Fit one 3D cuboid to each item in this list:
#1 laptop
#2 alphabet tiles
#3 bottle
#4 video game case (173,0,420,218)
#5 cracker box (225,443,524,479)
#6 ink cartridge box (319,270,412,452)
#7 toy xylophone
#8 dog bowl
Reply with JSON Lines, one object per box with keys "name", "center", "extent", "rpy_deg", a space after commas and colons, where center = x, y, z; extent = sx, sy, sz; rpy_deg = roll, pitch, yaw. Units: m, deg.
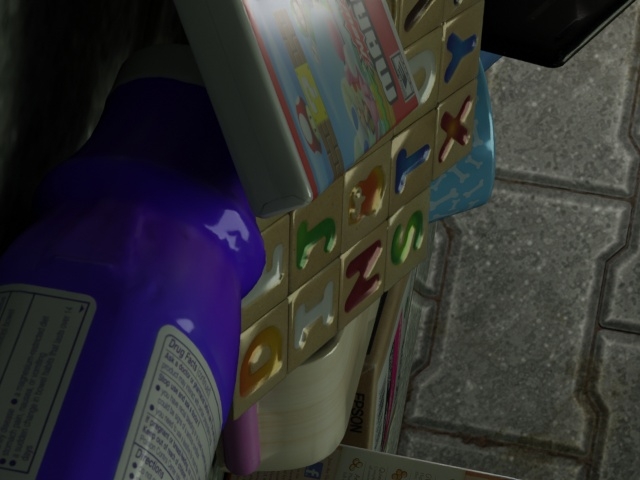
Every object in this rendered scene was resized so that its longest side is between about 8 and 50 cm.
{"name": "laptop", "center": [0.288, -0.258, 1.746], "extent": [0.382, 0.408, 0.236], "rpy_deg": [-41, 125, -18]}
{"name": "alphabet tiles", "center": [0.012, -0.065, 0.908], "extent": [0.342, 0.011, 0.285], "rpy_deg": [-37, 138, -47]}
{"name": "bottle", "center": [-0.081, 0.055, 0.559], "extent": [0.118, 0.092, 0.283], "rpy_deg": [85, 17, -56]}
{"name": "video game case", "center": [-0.019, -0.132, 0.664], "extent": [0.285, 0.025, 0.204], "rpy_deg": [-46, 117, -73]}
{"name": "cracker box", "center": [0.053, 0.199, 1.192], "extent": [0.156, 0.232, 0.067], "rpy_deg": [63, 37, -77]}
{"name": "ink cartridge box", "center": [0.021, 0.130, 1.424], "extent": [0.193, 0.088, 0.235], "rpy_deg": [-69, 166, -51]}
{"name": "toy xylophone", "center": [0.000, 0.000, 1.118], "extent": [0.323, 0.081, 0.236], "rpy_deg": [-71, 167, -50]}
{"name": "dog bowl", "center": [0.082, -0.092, 1.305], "extent": [0.297, 0.074, 0.166], "rpy_deg": [-179, -98, -85]}
